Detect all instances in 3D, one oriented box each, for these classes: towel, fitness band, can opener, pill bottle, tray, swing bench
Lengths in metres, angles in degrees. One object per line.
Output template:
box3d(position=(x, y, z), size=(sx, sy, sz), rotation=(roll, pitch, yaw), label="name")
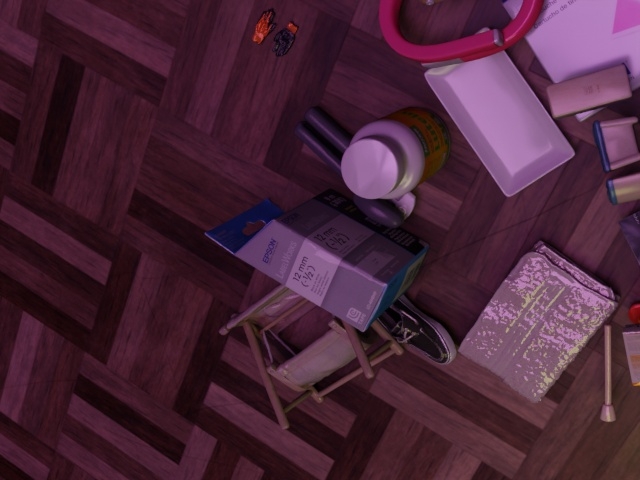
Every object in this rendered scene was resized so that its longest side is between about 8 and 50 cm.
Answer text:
box3d(position=(0.396, 0.154, 1.577), size=(0.187, 0.049, 0.282), rotation=(35, 118, 13), label="towel")
box3d(position=(0.229, -0.404, 1.431), size=(0.291, 0.054, 0.209), rotation=(-6, 83, 35), label="fitness band")
box3d(position=(0.059, -0.135, 1.618), size=(0.283, 0.095, 0.076), rotation=(43, 118, 7), label="can opener")
box3d(position=(0.129, -0.149, 1.494), size=(0.136, 0.246, 0.136), rotation=(8, 109, 23), label="pill bottle")
box3d(position=(0.313, -0.224, 1.507), size=(0.145, 0.030, 0.270), rotation=(-35, 90, 30), label="tray")
box3d(position=(-0.020, 0.196, 1.727), size=(0.253, 0.165, 0.254), rotation=(-36, 83, 30), label="swing bench")

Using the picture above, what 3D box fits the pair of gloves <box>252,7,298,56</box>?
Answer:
box3d(position=(-0.088, -0.400, 1.654), size=(0.083, 0.010, 0.074), rotation=(34, 116, 9), label="pair of gloves")

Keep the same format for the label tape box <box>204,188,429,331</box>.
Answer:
box3d(position=(0.000, 0.000, 1.600), size=(0.348, 0.249, 0.115), rotation=(32, 117, 13), label="label tape box")

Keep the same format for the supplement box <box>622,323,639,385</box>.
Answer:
box3d(position=(0.544, 0.189, 1.430), size=(0.062, 0.036, 0.098), rotation=(-8, 103, 29), label="supplement box")

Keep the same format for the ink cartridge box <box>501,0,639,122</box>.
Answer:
box3d(position=(0.465, -0.410, 1.356), size=(0.324, 0.071, 0.330), rotation=(-34, 91, 30), label="ink cartridge box")

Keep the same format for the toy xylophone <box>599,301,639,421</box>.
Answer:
box3d(position=(0.608, 0.223, 1.478), size=(0.236, 0.081, 0.322), rotation=(9, 110, 24), label="toy xylophone")

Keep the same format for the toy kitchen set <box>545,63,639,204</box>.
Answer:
box3d(position=(0.454, -0.158, 1.396), size=(0.122, 0.166, 0.207), rotation=(-13, 88, 18), label="toy kitchen set")

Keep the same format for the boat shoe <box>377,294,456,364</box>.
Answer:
box3d(position=(0.165, 0.168, 1.668), size=(0.219, 0.070, 0.078), rotation=(42, 132, 13), label="boat shoe")

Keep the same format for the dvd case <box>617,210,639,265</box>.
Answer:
box3d(position=(0.612, 0.030, 1.401), size=(0.164, 0.018, 0.221), rotation=(-29, 73, 22), label="dvd case")

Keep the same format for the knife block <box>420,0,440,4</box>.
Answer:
box3d(position=(0.199, -0.520, 1.384), size=(0.276, 0.088, 0.242), rotation=(-9, 79, 36), label="knife block")
